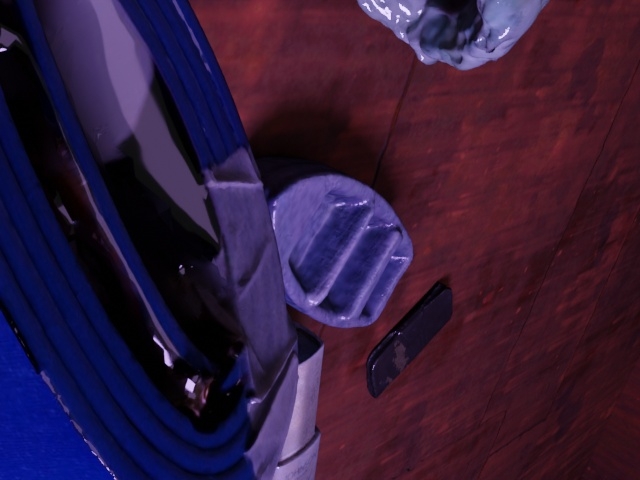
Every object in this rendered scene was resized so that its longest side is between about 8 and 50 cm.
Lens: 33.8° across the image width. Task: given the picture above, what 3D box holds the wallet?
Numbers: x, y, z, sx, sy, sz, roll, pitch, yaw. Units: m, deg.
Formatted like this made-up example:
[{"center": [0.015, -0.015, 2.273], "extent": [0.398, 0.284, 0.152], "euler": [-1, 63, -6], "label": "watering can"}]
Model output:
[{"center": [0.110, 0.121, 1.291], "extent": [0.156, 0.018, 0.082], "euler": [-42, 147, -27], "label": "wallet"}]

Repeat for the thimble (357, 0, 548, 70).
[{"center": [0.103, -0.231, 0.771], "extent": [0.149, 0.185, 0.211], "euler": [-51, 159, -13], "label": "thimble"}]

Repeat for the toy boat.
[{"center": [0.000, 0.000, 0.938], "extent": [0.127, 0.078, 0.283], "euler": [-57, 151, -3], "label": "toy boat"}]

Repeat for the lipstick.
[{"center": [-0.045, 0.195, 1.050], "extent": [0.079, 0.077, 0.253], "euler": [-33, 143, -40], "label": "lipstick"}]

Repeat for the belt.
[{"center": [-0.129, -0.021, 0.487], "extent": [0.347, 0.117, 0.212], "euler": [68, 28, -24], "label": "belt"}]
